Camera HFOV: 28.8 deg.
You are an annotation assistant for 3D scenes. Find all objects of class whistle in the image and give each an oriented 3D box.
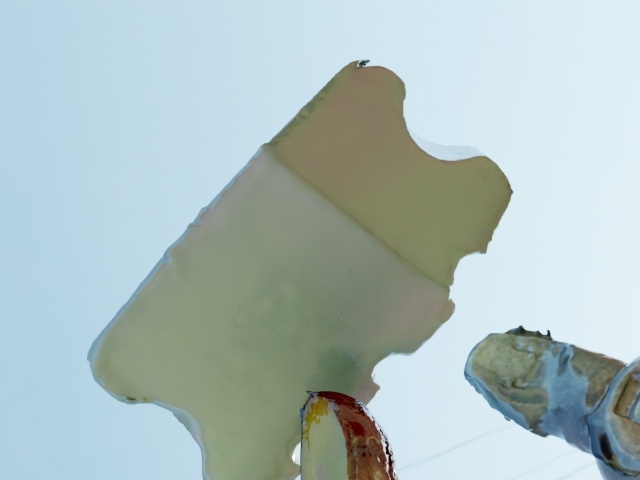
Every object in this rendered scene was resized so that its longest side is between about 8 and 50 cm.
[{"bbox_3d":[0.308,0.179,1.274,0.189,0.348,0.189,-24,-58,-44],"label":"whistle"}]

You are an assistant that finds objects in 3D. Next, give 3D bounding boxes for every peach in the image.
[{"bbox_3d":[0.015,0.125,0.681,0.050,0.077,0.083,2,-142,-26],"label":"peach"}]

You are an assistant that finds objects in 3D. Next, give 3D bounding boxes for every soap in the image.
[{"bbox_3d":[0.000,0.000,0.936,0.156,0.261,0.446,41,-171,-3],"label":"soap"}]
